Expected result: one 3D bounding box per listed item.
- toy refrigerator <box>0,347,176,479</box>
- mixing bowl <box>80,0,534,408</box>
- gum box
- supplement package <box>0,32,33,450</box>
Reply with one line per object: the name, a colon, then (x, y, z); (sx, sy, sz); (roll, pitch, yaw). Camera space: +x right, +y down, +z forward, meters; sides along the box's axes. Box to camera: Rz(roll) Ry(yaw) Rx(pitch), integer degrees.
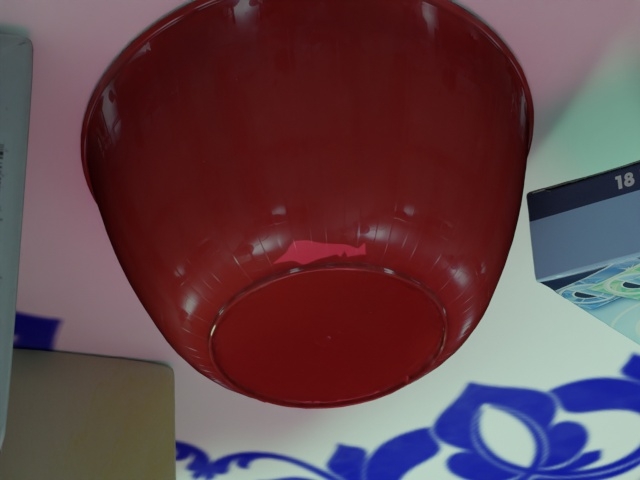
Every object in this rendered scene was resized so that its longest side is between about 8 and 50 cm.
toy refrigerator: (-0.109, 0.188, 0.607); (0.094, 0.269, 0.102); (8, 138, -16)
mixing bowl: (0.000, 0.000, 0.530); (0.182, 0.098, 0.181); (-4, 141, -3)
gum box: (0.194, 0.007, 0.555); (0.157, 0.041, 0.184); (-16, 153, 30)
supplement package: (-0.215, 0.073, 0.529); (0.175, 0.177, 0.293); (7, 139, -15)
